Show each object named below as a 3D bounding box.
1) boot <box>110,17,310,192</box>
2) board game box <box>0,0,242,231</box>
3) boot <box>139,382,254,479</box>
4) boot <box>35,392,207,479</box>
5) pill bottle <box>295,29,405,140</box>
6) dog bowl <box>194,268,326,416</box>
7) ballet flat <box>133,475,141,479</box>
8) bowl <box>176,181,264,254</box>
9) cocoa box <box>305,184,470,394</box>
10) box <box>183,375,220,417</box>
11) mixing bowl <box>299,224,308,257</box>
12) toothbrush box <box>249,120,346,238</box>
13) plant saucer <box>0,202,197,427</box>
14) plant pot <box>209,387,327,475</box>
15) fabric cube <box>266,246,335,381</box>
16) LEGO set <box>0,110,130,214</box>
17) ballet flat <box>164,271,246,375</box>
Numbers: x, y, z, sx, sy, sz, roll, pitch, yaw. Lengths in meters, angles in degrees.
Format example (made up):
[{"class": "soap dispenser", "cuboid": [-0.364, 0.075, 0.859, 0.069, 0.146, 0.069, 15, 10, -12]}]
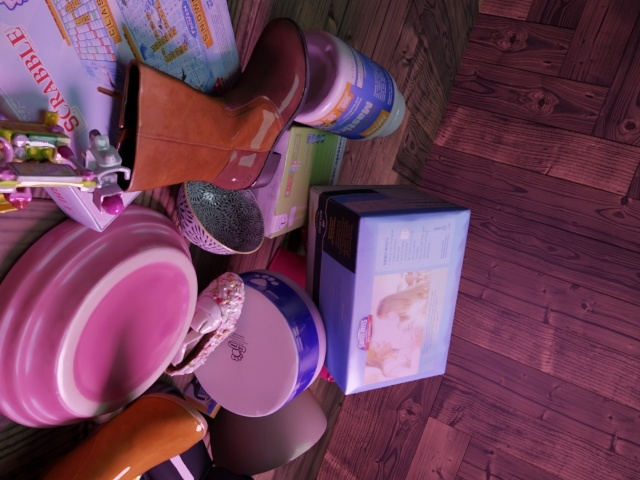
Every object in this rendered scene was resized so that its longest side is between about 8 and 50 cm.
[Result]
[{"class": "boot", "cuboid": [-0.138, -0.190, 0.588, 0.281, 0.096, 0.263, -10, 128, -62]}, {"class": "board game box", "cuboid": [-0.223, -0.226, 0.500, 0.317, 0.066, 0.318, -58, 158, -31]}, {"class": "boot", "cuboid": [-0.143, 0.486, 0.860, 0.146, 0.446, 0.366, -48, 152, -47]}, {"class": "boot", "cuboid": [-0.297, 0.324, 0.598, 0.104, 0.295, 0.211, 55, 33, -12]}, {"class": "pill bottle", "cuboid": [0.052, -0.272, 0.852, 0.272, 0.152, 0.152, 0, 110, -54]}, {"class": "dog bowl", "cuboid": [-0.129, 0.193, 0.875, 0.104, 0.265, 0.264, -16, 124, -61]}, {"class": "ballet flat", "cuboid": [-0.361, 0.418, 0.758, 0.077, 0.077, 0.230, 11, 109, -57]}, {"class": "bowl", "cuboid": [-0.178, -0.039, 0.748, 0.170, 0.080, 0.170, 40, 35, -35]}, {"class": "cocoa box", "cuboid": [0.112, 0.079, 0.895, 0.232, 0.228, 0.346, -5, 110, -22]}, {"class": "box", "cuboid": [-0.232, 0.305, 0.994, 0.136, 0.081, 0.028, -61, 159, -24]}, {"class": "mixing bowl", "cuboid": [0.000, 0.000, 1.233, 0.181, 0.098, 0.181, 167, -90, -88]}, {"class": "toothbrush box", "cuboid": [-0.064, -0.141, 0.932, 0.283, 0.122, 0.206, -26, 132, -62]}, {"class": "plant saucer", "cuboid": [-0.288, 0.114, 0.646, 0.332, 0.084, 0.331, -53, 155, -40]}, {"class": "plant pot", "cuboid": [-0.148, 0.398, 1.101, 0.284, 0.284, 0.190, -23, 96, -64]}, {"class": "fabric cube", "cuboid": [-0.017, 0.204, 1.203, 0.253, 0.259, 0.259, -64, 160, -12]}, {"class": "LEGO set", "cuboid": [-0.286, -0.025, 0.355, 0.287, 0.107, 0.132, -31, 146, -37]}, {"class": "ballet flat", "cuboid": [-0.213, 0.161, 0.811, 0.240, 0.091, 0.077, -57, 164, 22]}]
